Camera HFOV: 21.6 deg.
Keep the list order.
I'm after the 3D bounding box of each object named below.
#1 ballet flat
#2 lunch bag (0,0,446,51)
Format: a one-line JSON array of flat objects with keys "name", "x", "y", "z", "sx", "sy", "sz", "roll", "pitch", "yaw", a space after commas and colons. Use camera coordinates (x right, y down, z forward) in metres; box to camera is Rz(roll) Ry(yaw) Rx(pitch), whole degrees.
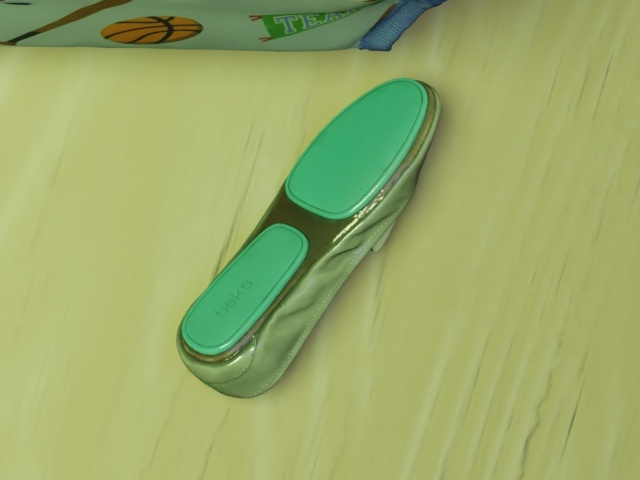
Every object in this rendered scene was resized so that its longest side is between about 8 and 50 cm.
[{"name": "ballet flat", "x": 0.000, "y": 0.000, "z": 0.966, "sx": 0.213, "sy": 0.072, "sz": 0.068, "roll": -50, "pitch": 140, "yaw": -9}, {"name": "lunch bag", "x": -0.089, "y": -0.299, "z": 0.793, "sx": 0.327, "sy": 0.239, "sz": 0.386, "roll": 0, "pitch": 81, "yaw": -23}]
